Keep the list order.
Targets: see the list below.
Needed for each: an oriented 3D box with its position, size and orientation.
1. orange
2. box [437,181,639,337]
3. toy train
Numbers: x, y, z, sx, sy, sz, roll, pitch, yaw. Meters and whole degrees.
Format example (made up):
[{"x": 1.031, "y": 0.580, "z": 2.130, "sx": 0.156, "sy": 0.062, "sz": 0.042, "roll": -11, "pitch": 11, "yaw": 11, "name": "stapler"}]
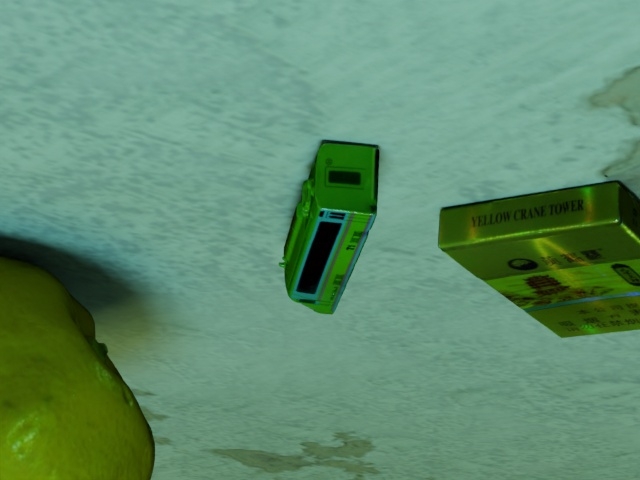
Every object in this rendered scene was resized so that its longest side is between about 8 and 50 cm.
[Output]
[{"x": -0.243, "y": 0.135, "z": 1.150, "sx": 0.279, "sy": 0.235, "sz": 0.279, "roll": 45, "pitch": 169, "yaw": 11, "name": "orange"}, {"x": 0.174, "y": 0.017, "z": 1.069, "sx": 0.121, "sy": 0.030, "sz": 0.193, "roll": -9, "pitch": 156, "yaw": 30, "name": "box"}, {"x": 0.000, "y": 0.000, "z": 1.034, "sx": 0.042, "sy": 0.044, "sz": 0.209, "roll": 6, "pitch": 159, "yaw": -6, "name": "toy train"}]
